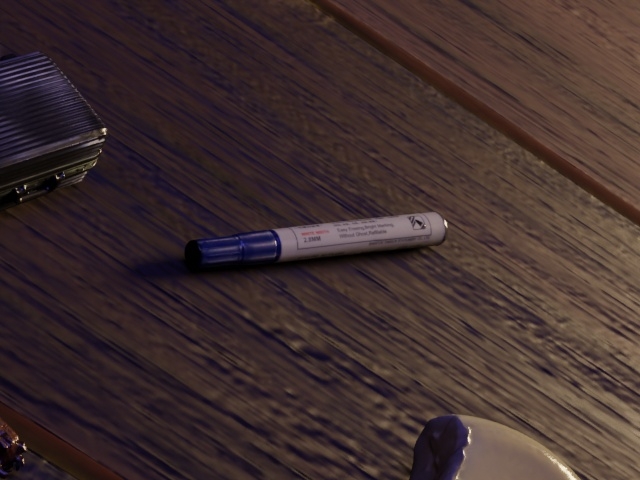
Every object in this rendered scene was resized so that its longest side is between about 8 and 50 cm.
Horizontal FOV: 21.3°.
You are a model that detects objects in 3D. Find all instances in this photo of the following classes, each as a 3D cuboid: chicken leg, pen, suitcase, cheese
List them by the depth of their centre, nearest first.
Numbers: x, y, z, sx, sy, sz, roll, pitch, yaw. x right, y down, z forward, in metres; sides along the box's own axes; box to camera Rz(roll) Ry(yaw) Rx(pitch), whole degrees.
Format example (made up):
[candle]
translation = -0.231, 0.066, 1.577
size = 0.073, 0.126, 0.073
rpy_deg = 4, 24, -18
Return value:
[chicken leg]
translation = -0.195, 0.099, 0.923
size = 0.083, 0.021, 0.036
rpy_deg = 38, 52, 10
[cheese]
translation = 0.135, 0.198, 1.006
size = 0.249, 0.071, 0.163
rpy_deg = 25, 43, -12
[suitcase]
translation = -0.197, -0.064, 1.041
size = 0.126, 0.059, 0.086
rpy_deg = -25, 69, -44
[pen]
translation = 0.000, 0.000, 1.135
size = 0.204, 0.025, 0.025
rpy_deg = -6, 56, -35
